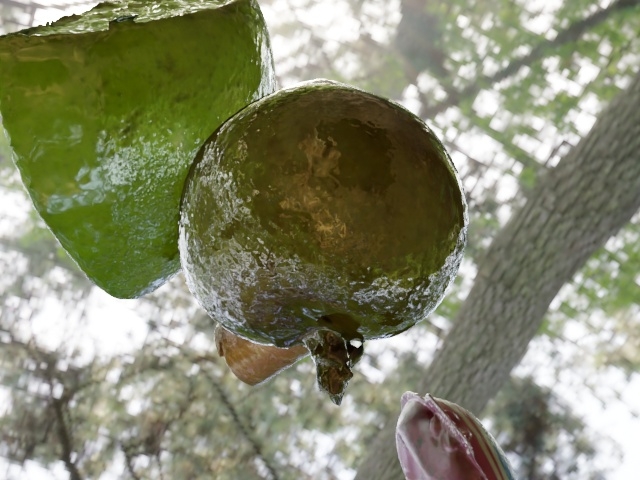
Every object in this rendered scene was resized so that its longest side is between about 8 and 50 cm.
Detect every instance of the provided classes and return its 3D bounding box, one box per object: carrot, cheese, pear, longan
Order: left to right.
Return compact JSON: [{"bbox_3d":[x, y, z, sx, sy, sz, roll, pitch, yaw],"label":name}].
[{"bbox_3d":[-0.110,-0.068,0.962,0.139,0.239,0.288,7,-159,16],"label":"pear"},{"bbox_3d":[0.000,0.039,0.983,0.087,0.193,0.087,34,-141,-33],"label":"carrot"},{"bbox_3d":[0.000,0.000,0.674,0.145,0.154,0.176,11,-108,-27],"label":"longan"},{"bbox_3d":[0.111,0.204,0.997,0.062,0.244,0.155,-28,-132,-14],"label":"cheese"}]
